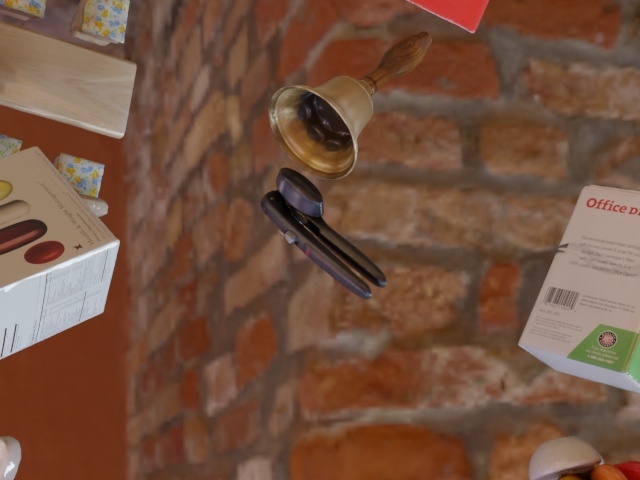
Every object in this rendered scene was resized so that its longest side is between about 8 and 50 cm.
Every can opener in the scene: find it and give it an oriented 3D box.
[{"bbox_3d":[0.000,0.000,1.528,0.059,0.186,0.073,-34,156,-18],"label":"can opener"}]

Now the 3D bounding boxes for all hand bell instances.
[{"bbox_3d":[0.061,-0.189,1.616,0.126,0.242,0.126,28,141,25],"label":"hand bell"}]

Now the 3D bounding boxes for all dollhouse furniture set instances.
[{"bbox_3d":[-0.433,-0.254,1.871,0.394,0.362,0.256,15,166,-29],"label":"dollhouse furniture set"}]

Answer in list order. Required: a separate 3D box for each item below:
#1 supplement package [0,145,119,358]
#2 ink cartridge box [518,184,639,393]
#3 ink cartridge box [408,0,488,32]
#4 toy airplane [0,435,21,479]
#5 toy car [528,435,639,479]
[{"bbox_3d":[-0.399,0.019,1.692,0.203,0.194,0.149,-26,150,-37],"label":"supplement package"},{"bbox_3d":[0.357,0.057,1.602,0.160,0.219,0.093,14,165,47],"label":"ink cartridge box"},{"bbox_3d":[0.152,-0.448,1.711,0.261,0.296,0.066,22,-176,-15],"label":"ink cartridge box"},{"bbox_3d":[-0.360,0.410,1.436,0.385,0.386,0.272,15,-160,18],"label":"toy airplane"},{"bbox_3d":[0.299,0.276,1.382,0.136,0.159,0.182,-19,163,10],"label":"toy car"}]
